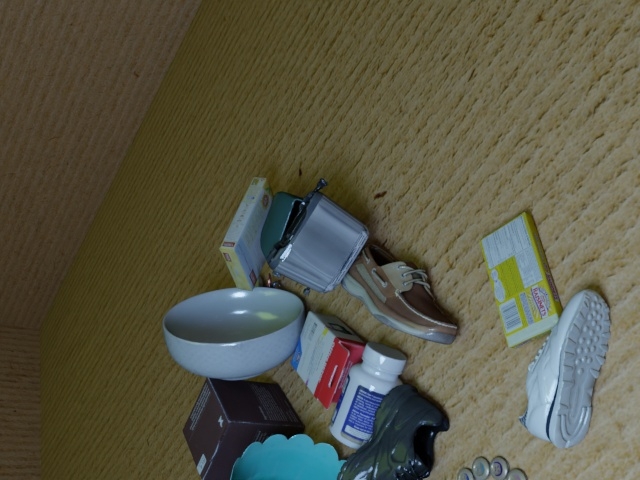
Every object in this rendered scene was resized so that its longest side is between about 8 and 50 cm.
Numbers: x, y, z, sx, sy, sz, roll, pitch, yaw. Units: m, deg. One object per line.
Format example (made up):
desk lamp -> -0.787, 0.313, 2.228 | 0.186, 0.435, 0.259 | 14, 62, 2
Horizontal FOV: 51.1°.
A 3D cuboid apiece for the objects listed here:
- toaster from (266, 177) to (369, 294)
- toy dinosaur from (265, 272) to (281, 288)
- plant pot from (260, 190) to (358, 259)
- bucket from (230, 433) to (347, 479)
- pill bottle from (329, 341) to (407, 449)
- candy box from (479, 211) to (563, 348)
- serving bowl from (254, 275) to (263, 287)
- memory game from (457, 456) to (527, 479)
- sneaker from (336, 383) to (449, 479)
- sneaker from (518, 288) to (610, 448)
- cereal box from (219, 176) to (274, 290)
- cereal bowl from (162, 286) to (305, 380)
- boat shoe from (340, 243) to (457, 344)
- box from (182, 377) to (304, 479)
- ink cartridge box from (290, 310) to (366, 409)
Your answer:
toaster -> 0.000, 0.000, 1.398 | 0.227, 0.146, 0.129 | -58, 12, -2
toy dinosaur -> -0.140, 0.137, 1.741 | 0.082, 0.090, 0.047 | -40, 21, -3
plant pot -> -0.048, -0.023, 1.586 | 0.166, 0.165, 0.234 | -70, 23, 8
bucket -> -0.066, 0.540, 1.301 | 0.281, 0.281, 0.183 | 62, 140, 45
pill bottle -> 0.097, 0.299, 1.294 | 0.112, 0.111, 0.187 | 31, 104, 55
candy box -> 0.333, 0.065, 1.116 | 0.105, 0.027, 0.206 | -36, 51, 41
serving bowl -> -0.180, 0.132, 1.830 | 0.083, 0.027, 0.084 | -26, 57, 48
memory game -> 0.277, 0.441, 1.071 | 0.186, 0.012, 0.186 | -26, 57, 49
sneaker -> 0.126, 0.404, 1.193 | 0.130, 0.109, 0.286 | 24, 87, 47
sneaker -> 0.356, 0.182, 0.995 | 0.094, 0.090, 0.235 | 17, 91, 65
cereal box -> -0.170, -0.017, 1.688 | 0.047, 0.173, 0.240 | 8, 53, 19
cereal bowl -> -0.198, 0.231, 1.581 | 0.339, 0.338, 0.141 | 23, 120, 56
boat shoe -> 0.150, 0.093, 1.291 | 0.324, 0.123, 0.117 | 35, 105, 53
box -> -0.182, 0.440, 1.563 | 0.169, 0.203, 0.167 | -64, 35, 16
ink cartridge box -> 0.024, 0.254, 1.413 | 0.231, 0.077, 0.134 | 37, 109, 65
